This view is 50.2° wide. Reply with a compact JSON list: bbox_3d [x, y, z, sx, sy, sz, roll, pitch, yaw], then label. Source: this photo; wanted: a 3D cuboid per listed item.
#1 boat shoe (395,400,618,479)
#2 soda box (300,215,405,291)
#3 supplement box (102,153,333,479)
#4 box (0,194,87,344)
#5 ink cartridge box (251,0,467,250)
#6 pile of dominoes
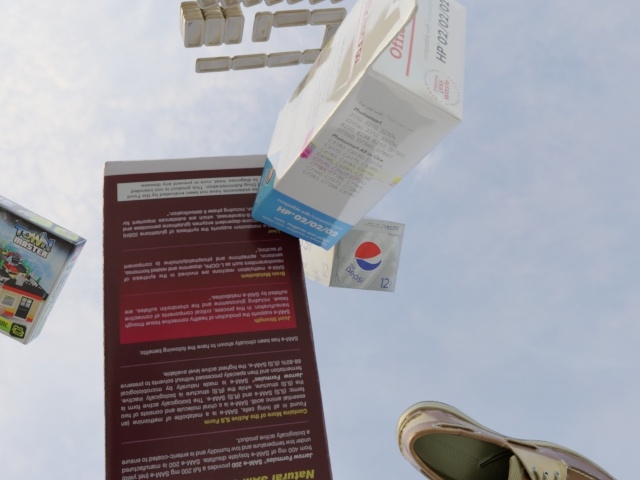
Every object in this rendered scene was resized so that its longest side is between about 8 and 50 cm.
[{"bbox_3d":[0.252,0.320,0.906,0.324,0.120,0.123,18,-89,7],"label":"boat shoe"},{"bbox_3d":[0.000,0.000,0.953,0.098,0.286,0.091,6,-86,-25],"label":"soda box"},{"bbox_3d":[-0.072,0.064,0.450,0.130,0.073,0.239,-3,-115,-10],"label":"supplement box"},{"bbox_3d":[-0.345,0.002,0.652,0.207,0.036,0.114,28,-84,-6],"label":"box"},{"bbox_3d":[0.031,-0.086,0.407,0.061,0.181,0.104,24,-129,-18],"label":"ink cartridge box"},{"bbox_3d":[-0.083,-0.338,1.024,0.251,0.196,0.040,-10,-115,-17],"label":"pile of dominoes"}]
